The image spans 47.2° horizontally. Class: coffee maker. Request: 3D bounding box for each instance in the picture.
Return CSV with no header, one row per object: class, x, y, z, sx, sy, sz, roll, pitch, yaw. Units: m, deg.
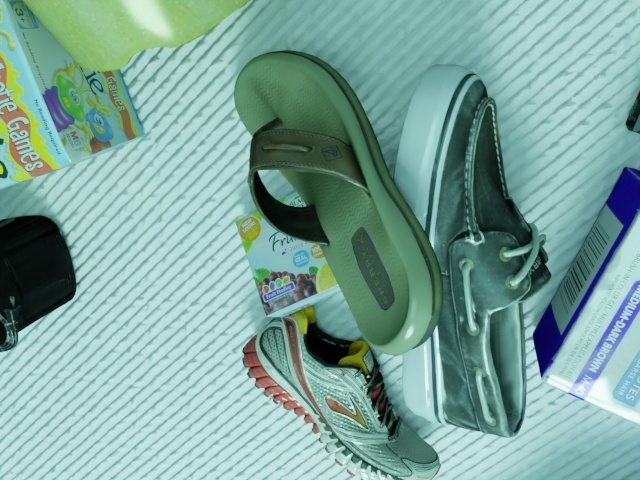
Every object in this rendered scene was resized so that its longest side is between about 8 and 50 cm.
coffee maker,-0.319,0.054,0.714,0.171,0.178,0.120,16,112,10

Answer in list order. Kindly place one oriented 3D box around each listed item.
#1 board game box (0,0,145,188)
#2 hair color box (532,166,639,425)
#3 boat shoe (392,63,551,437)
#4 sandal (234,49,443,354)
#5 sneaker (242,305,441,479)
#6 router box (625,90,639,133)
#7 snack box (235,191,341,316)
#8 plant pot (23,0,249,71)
board game box,-0.336,-0.112,0.684,0.275,0.142,0.144,-16,103,17
hair color box,0.376,0.094,0.610,0.339,0.110,0.185,23,110,3
boat shoe,0.139,0.018,0.625,0.119,0.121,0.335,11,121,31
sandal,-0.006,-0.044,0.587,0.302,0.086,0.120,61,145,31
sneaker,0.031,0.154,0.716,0.225,0.088,0.092,41,110,-2
router box,0.316,-0.132,0.587,0.092,0.038,0.122,20,111,6
snack box,0.000,0.000,0.681,0.141,0.037,0.100,-25,73,18
plant pot,-0.167,-0.276,0.533,0.276,0.276,0.253,-16,126,17
